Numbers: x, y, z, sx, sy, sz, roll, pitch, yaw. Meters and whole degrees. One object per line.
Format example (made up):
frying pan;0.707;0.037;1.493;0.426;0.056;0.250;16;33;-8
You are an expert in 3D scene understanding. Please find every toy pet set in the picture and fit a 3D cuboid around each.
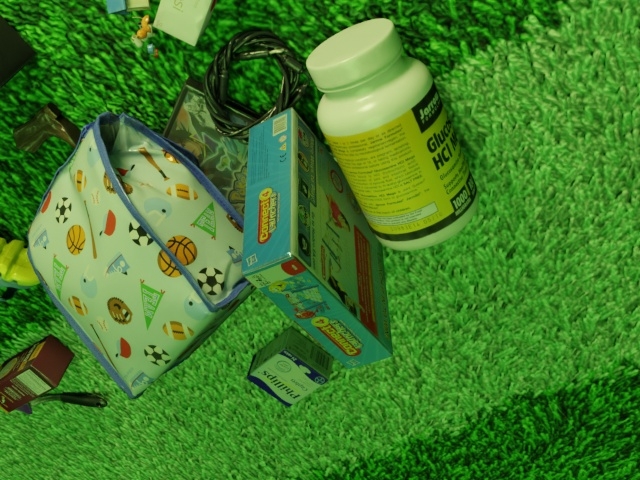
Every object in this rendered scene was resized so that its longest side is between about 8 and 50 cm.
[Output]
toy pet set;-0.294;-0.339;1.153;0.065;0.122;0.114;-8;100;-8

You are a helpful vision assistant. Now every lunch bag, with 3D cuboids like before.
lunch bag;-0.316;0.014;1.293;0.385;0.239;0.328;47;124;4

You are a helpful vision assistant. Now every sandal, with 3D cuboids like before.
sandal;-0.717;0.032;1.503;0.317;0.126;0.138;31;129;-11

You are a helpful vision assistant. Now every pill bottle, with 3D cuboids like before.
pill bottle;0.111;-0.163;1.167;0.187;0.188;0.334;-17;122;21

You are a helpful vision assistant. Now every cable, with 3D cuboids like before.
cable;-0.117;-0.246;1.210;0.150;0.047;0.184;40;109;-18

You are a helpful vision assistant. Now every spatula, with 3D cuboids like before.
spatula;-0.652;0.388;1.808;0.296;0.030;0.084;-2;124;12

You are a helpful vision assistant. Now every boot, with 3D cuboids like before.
boot;-0.496;-0.181;1.354;0.114;0.037;0.106;-31;103;24

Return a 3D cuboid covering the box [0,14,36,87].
box;-0.624;-0.336;1.181;0.143;0.165;0.270;-27;118;26

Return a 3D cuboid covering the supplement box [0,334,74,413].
supplement box;-0.667;0.307;1.705;0.188;0.104;0.081;-29;117;27

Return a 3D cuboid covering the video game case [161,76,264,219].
video game case;-0.176;-0.122;1.344;0.248;0.035;0.275;27;126;-10

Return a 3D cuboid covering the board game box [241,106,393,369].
board game box;0.000;0.000;1.190;0.086;0.308;0.302;-22;135;22

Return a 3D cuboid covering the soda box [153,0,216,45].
soda box;-0.179;-0.408;1.111;0.073;0.069;0.216;24;126;-8

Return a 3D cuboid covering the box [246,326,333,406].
box;-0.065;0.274;1.595;0.126;0.072;0.137;38;124;-17
